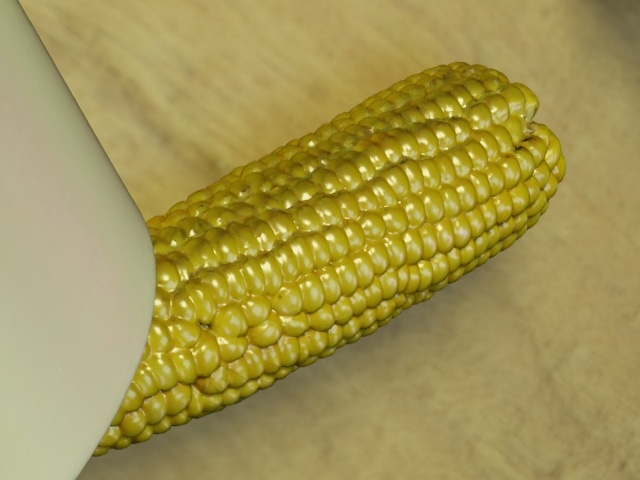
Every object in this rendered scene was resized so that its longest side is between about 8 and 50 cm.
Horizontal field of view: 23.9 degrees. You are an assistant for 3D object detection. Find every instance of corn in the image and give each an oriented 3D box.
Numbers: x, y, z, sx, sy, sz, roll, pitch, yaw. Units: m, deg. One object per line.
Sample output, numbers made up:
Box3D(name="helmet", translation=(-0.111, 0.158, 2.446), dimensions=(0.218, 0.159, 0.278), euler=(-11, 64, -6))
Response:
Box3D(name="corn", translation=(0.000, 0.000, 0.690), dimensions=(0.310, 0.101, 0.101), euler=(-30, 126, -30))

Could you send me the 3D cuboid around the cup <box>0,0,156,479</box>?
Box3D(name="cup", translation=(-0.216, -0.067, 0.363), dimensions=(0.253, 0.253, 0.371), euler=(-40, 128, -22))
